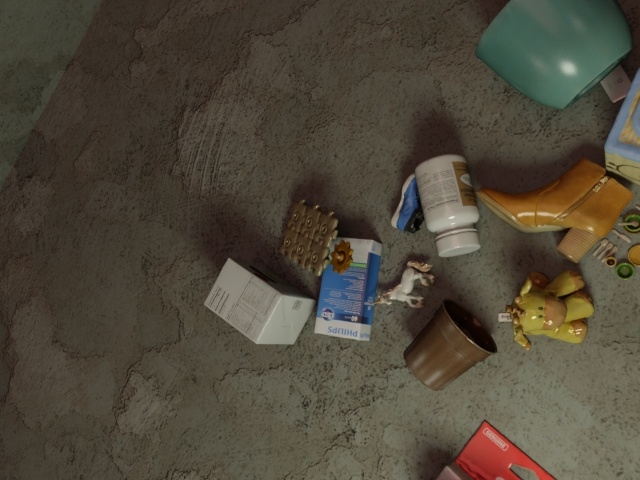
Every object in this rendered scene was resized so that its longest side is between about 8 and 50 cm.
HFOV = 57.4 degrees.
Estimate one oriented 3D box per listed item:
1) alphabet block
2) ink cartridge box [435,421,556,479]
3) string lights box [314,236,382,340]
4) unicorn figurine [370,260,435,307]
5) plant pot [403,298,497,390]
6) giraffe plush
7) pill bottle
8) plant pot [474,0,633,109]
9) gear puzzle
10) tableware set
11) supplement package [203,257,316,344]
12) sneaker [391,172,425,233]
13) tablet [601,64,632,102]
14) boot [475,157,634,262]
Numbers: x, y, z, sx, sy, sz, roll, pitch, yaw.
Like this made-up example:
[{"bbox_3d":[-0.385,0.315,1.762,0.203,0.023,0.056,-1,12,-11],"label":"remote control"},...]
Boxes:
[{"bbox_3d":[0.715,-0.219,1.204,0.192,0.197,0.193,27,93,30],"label":"alphabet block"},{"bbox_3d":[0.399,0.602,1.290,0.296,0.066,0.261,38,100,27],"label":"ink cartridge box"},{"bbox_3d":[0.074,0.126,1.541,0.133,0.077,0.259,5,83,29],"label":"string lights box"},{"bbox_3d":[0.218,0.124,1.484,0.111,0.060,0.161,23,76,29],"label":"unicorn figurine"},{"bbox_3d":[0.293,0.253,1.364,0.165,0.167,0.167,-50,63,19],"label":"plant pot"},{"bbox_3d":[0.477,0.149,1.273,0.210,0.170,0.181,-22,71,22],"label":"giraffe plush"},{"bbox_3d":[0.315,-0.082,1.424,0.131,0.131,0.229,-16,74,24],"label":"pill bottle"},{"bbox_3d":[0.536,-0.438,1.300,0.293,0.293,0.235,-41,81,15],"label":"plant pot"},{"bbox_3d":[0.000,0.000,1.550,0.339,0.044,0.175,27,102,56],"label":"gear puzzle"},{"bbox_3d":[0.684,0.006,1.277,0.154,0.024,0.104,-50,63,10],"label":"tableware set"},{"bbox_3d":[-0.160,0.168,1.588,0.203,0.194,0.149,31,95,28],"label":"supplement package"},{"bbox_3d":[0.246,-0.093,1.501,0.085,0.058,0.152,25,97,35],"label":"sneaker"},{"bbox_3d":[0.686,-0.365,1.354,0.054,0.006,0.083,-27,70,20],"label":"tablet"},{"bbox_3d":[0.533,-0.106,1.343,0.295,0.104,0.211,36,93,23],"label":"boot"}]
